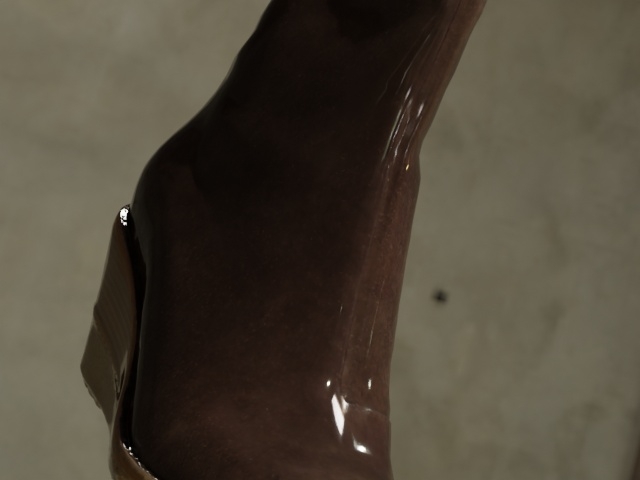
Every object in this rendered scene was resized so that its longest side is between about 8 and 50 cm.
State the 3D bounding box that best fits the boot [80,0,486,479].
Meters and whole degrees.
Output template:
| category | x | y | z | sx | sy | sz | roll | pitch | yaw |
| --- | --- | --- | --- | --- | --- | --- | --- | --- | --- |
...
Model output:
| category | x | y | z | sx | sy | sz | roll | pitch | yaw |
| --- | --- | --- | --- | --- | --- | --- | --- | --- | --- |
| boot | 0.000 | 0.000 | 0.651 | 0.090 | 0.207 | 0.248 | 24 | 8 | -32 |
